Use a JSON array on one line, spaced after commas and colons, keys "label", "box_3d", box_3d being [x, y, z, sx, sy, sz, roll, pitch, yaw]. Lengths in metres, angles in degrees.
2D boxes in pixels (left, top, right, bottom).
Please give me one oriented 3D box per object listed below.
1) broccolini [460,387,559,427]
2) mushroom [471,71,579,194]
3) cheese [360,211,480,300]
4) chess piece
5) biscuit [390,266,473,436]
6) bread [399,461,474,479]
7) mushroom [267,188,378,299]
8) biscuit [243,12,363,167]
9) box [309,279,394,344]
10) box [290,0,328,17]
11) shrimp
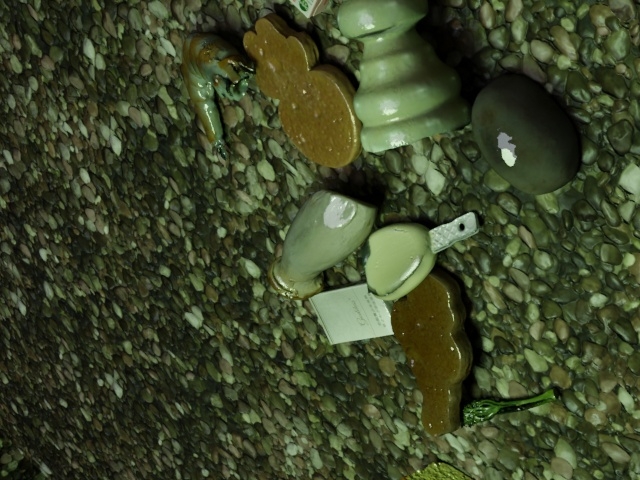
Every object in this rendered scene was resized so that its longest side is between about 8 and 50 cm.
[{"label": "broccolini", "box_3d": [0.316, 0.282, 2.087, 0.239, 0.051, 0.054, -25, 52, 52]}, {"label": "mushroom", "box_3d": [0.284, -0.148, 1.759, 0.188, 0.117, 0.141, 55, 132, 9]}, {"label": "cheese", "box_3d": [0.170, 0.012, 2.027, 0.251, 0.054, 0.127, -27, 67, 43]}, {"label": "chess piece", "box_3d": [0.102, -0.311, 1.800, 0.182, 0.182, 0.330, -5, 106, 50]}, {"label": "biscuit", "box_3d": [0.199, 0.196, 2.124, 0.183, 0.047, 0.319, 7, 110, 56]}, {"label": "bread", "box_3d": [0.236, 0.480, 2.268, 0.187, 0.103, 0.065, 30, 136, 33]}, {"label": "mushroom", "box_3d": [0.000, 0.000, 2.169, 0.128, 0.128, 0.350, 49, 146, 11]}, {"label": "biscuit", "box_3d": [-0.026, -0.255, 2.074, 0.288, 0.044, 0.202, 54, 145, 6]}, {"label": "box", "box_3d": [0.066, 0.132, 2.267, 0.198, 0.029, 0.109, -15, 104, 51]}, {"label": "box", "box_3d": [-0.033, -0.433, 1.950, 0.125, 0.043, 0.089, 47, 142, 12]}, {"label": "shrimp", "box_3d": [-0.204, -0.283, 2.216, 0.185, 0.068, 0.287, 61, 153, 17]}]
